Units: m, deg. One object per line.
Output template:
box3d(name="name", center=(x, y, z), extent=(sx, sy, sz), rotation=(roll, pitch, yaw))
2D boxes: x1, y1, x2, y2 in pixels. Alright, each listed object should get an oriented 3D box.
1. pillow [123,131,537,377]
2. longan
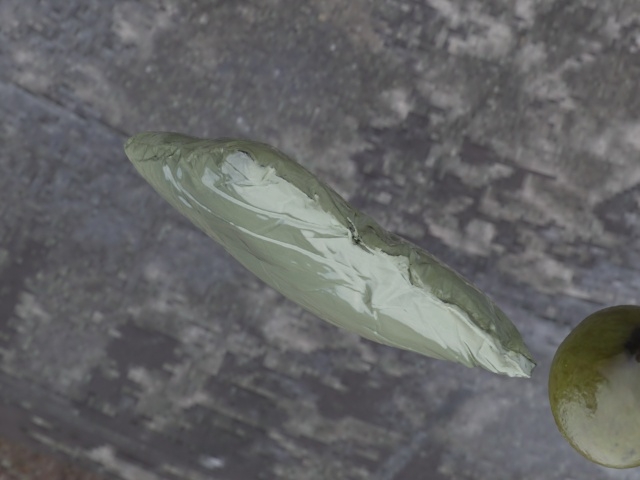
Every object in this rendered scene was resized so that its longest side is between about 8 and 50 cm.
box3d(name="pillow", center=(0.001, 0.001, 1.125), extent=(0.280, 0.076, 0.274), rotation=(37, 169, -22))
box3d(name="longan", center=(0.291, 0.144, 1.405), extent=(0.145, 0.154, 0.176), rotation=(47, 157, 39))
